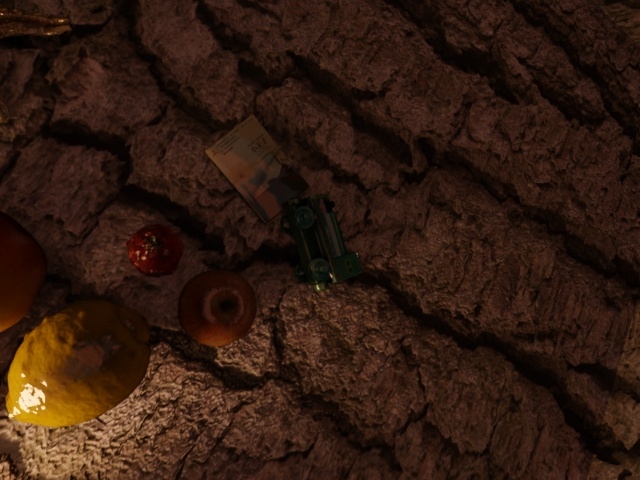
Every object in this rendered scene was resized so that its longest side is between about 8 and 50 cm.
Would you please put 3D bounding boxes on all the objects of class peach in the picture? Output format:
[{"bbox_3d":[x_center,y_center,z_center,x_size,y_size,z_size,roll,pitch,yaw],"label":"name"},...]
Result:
[{"bbox_3d":[-0.759,0.073,1.044,0.308,0.332,0.307,2,101,10],"label":"peach"}]

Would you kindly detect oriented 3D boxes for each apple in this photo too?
[{"bbox_3d":[-0.279,0.180,1.294,0.211,0.188,0.211,3,84,-26],"label":"apple"}]

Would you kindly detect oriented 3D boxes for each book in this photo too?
[{"bbox_3d":[-0.187,-0.214,1.466,0.201,0.026,0.289,-44,101,-20],"label":"book"}]

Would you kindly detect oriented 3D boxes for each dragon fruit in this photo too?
[{"bbox_3d":[-0.440,0.028,1.288,0.153,0.111,0.153,1,86,-20],"label":"dragon fruit"}]

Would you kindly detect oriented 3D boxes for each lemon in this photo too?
[{"bbox_3d":[-0.558,0.286,1.124,0.316,0.285,0.285,-36,101,21],"label":"lemon"}]

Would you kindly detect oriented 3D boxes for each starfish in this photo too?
[{"bbox_3d":[-0.834,-0.549,1.206,0.324,0.082,0.432,-42,100,-20],"label":"starfish"}]

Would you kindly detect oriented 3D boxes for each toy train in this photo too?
[{"bbox_3d":[0.000,0.000,1.475,0.194,0.120,0.298,-17,90,-31],"label":"toy train"}]
